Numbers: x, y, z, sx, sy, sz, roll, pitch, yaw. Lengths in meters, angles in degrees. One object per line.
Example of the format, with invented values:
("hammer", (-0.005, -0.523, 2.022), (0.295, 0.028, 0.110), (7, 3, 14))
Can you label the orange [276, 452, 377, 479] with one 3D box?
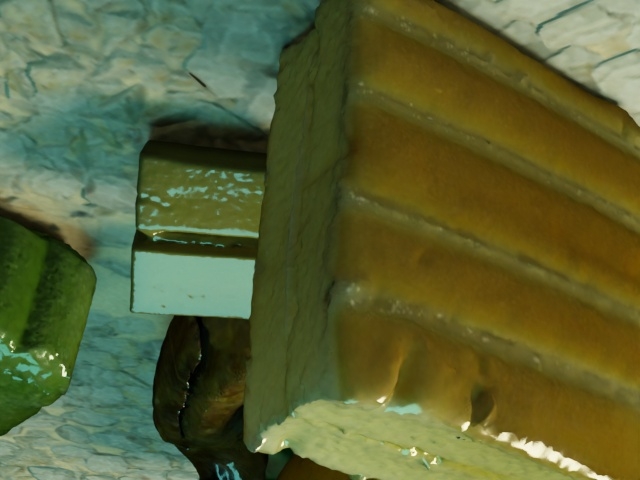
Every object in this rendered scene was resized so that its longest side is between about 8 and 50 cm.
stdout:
("orange", (0.087, 0.250, 0.915), (0.235, 0.279, 0.279), (35, 167, 36))

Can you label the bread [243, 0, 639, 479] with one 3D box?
("bread", (0.086, 0.020, 0.584), (0.246, 0.239, 0.111), (21, 149, -28))

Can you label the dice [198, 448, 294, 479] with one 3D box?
("dice", (-0.055, 0.258, 1.077), (0.128, 0.131, 0.120), (12, 145, -10))

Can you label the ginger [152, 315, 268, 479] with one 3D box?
("ginger", (-0.063, 0.098, 0.846), (0.133, 0.107, 0.309), (17, 143, -15))

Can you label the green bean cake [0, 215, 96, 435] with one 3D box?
("green bean cake", (-0.305, 0.060, 0.800), (0.222, 0.125, 0.248), (24, 141, -26))

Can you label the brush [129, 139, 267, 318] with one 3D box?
("brush", (0.000, 0.000, 0.695), (0.233, 0.047, 0.103), (5, 110, -4))
